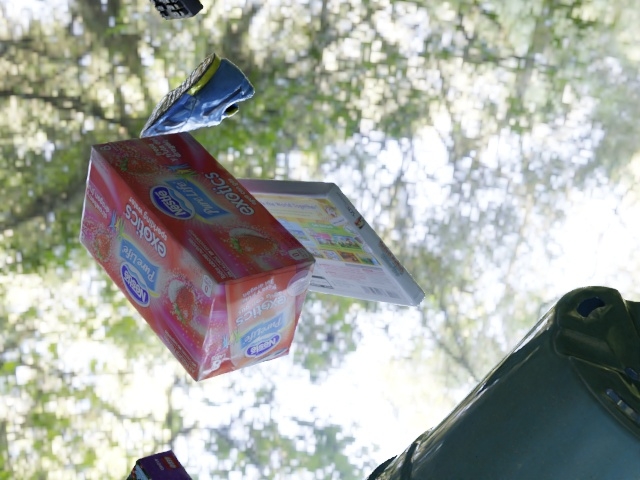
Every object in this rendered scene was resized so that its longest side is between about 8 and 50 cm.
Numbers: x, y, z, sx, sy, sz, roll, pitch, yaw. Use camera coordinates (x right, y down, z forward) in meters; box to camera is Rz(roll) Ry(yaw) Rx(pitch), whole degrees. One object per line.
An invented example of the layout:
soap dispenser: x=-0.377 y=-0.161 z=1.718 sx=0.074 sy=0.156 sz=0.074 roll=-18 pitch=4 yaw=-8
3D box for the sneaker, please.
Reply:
sneaker: x=-0.167 y=-0.170 z=1.600 sx=0.082 sy=0.209 sz=0.069 roll=35 pitch=-129 yaw=-22

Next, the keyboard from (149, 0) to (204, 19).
keyboard: x=-0.195 y=-0.311 z=1.284 sx=0.108 sy=0.180 sz=0.023 roll=3 pitch=-132 yaw=52

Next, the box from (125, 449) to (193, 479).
box: x=-0.149 y=0.410 z=1.338 sx=0.057 sy=0.201 sz=0.293 roll=-5 pitch=-133 yaw=-49

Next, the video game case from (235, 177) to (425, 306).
video game case: x=0.000 y=0.000 z=1.513 sx=0.227 sy=0.206 sz=0.026 roll=7 pitch=-126 yaw=52

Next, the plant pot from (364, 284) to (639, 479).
plant pot: x=0.257 y=0.246 z=1.221 sx=0.341 sy=0.334 sz=0.341 roll=22 pitch=-148 yaw=-15

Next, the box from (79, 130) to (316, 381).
box: x=-0.159 y=0.011 z=1.458 sx=0.142 sy=0.154 sz=0.300 roll=-13 pitch=-137 yaw=-36
